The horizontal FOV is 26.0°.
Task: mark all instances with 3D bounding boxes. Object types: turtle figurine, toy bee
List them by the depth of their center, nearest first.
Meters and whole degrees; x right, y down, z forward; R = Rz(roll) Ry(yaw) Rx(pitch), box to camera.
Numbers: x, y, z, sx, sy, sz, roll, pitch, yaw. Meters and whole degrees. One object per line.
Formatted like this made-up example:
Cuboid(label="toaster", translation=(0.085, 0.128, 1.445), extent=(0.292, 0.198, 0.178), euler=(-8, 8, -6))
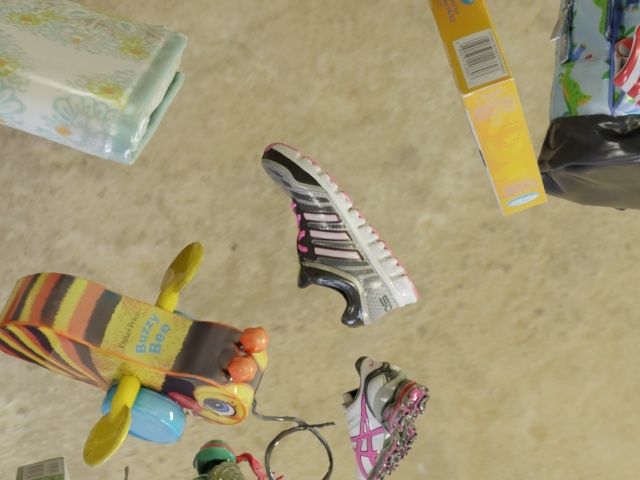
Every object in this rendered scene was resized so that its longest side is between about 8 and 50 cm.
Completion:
Cuboid(label="toy bee", translation=(-0.107, 0.088, 1.108), extent=(0.298, 0.162, 0.195), euler=(7, 64, -18))
Cuboid(label="turtle figurine", translation=(-0.113, 0.269, 1.287), extent=(0.175, 0.118, 0.234), euler=(32, 40, -33))

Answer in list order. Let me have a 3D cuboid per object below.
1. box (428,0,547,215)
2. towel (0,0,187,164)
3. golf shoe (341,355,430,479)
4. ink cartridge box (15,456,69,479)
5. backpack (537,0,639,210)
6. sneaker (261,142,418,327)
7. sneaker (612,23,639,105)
Cuboid(label="box", translation=(0.081, -0.071, 0.676), extent=(0.028, 0.136, 0.081), euler=(-20, 61, 9))
Cuboid(label="towel", translation=(-0.350, -0.226, 1.774), extent=(0.321, 0.374, 0.090), euler=(15, 114, -2))
Cuboid(label="golf shoe", translation=(0.061, 0.195, 1.497), extent=(0.086, 0.186, 0.067), euler=(36, 49, 22))
Cuboid(label="ink cartridge box", translation=(-0.312, 0.375, 1.647), extent=(0.062, 0.109, 0.209), euler=(-12, 101, -8))
Cuboid(label="backpack", translation=(0.340, -0.217, 1.159), extent=(0.290, 0.273, 0.355), euler=(7, 73, -4))
Cuboid(label="sneaker", translation=(0.000, 0.000, 1.095), extent=(0.075, 0.063, 0.170), euler=(-39, 89, -3))
Cuboid(label="sneaker", translation=(0.240, -0.135, 0.917), extent=(0.067, 0.042, 0.118), euler=(35, 72, 3))
